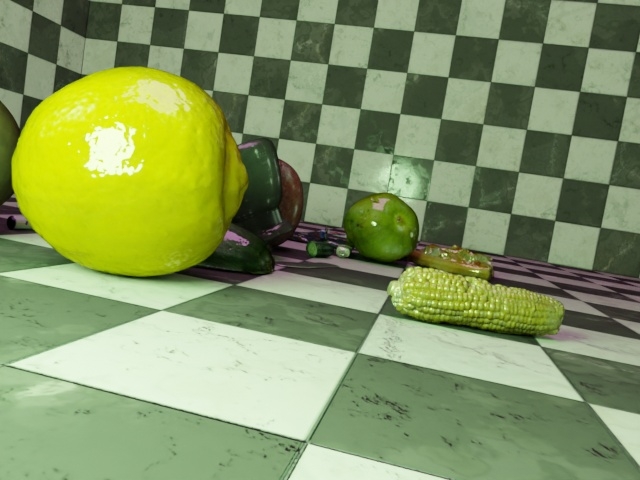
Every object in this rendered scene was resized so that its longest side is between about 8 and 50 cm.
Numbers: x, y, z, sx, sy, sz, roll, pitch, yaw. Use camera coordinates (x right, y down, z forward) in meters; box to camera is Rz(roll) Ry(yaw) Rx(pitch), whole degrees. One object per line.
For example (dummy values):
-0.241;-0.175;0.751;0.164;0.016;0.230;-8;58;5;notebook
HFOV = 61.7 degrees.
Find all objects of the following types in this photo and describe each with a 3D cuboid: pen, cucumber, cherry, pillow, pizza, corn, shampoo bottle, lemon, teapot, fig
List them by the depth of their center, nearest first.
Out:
-0.289;-0.103;0.845;0.347;0.349;0.348;9;5;-1;lemon
0.251;0.100;0.864;0.287;0.087;0.086;10;4;-3;corn
-0.251;-0.004;1.091;0.324;0.105;0.145;13;4;9;cucumber
-0.594;-0.039;1.242;0.033;0.033;0.269;11;5;26;pen
-0.183;-0.087;1.313;0.223;0.286;0.305;-19;11;4;teapot
0.005;0.027;1.532;0.048;0.048;0.105;13;4;39;cucumber
-0.172;-0.119;1.557;0.261;0.308;0.221;30;35;-5;cherry
0.070;0.034;1.648;0.048;0.034;0.141;17;6;5;shampoo bottle
0.153;-0.029;1.688;0.313;0.233;0.233;-11;-8;37;fig
0.441;0.065;1.711;0.222;0.090;0.323;2;9;-38;pizza
-0.002;0.000;1.961;0.255;0.034;0.189;13;8;22;pillow

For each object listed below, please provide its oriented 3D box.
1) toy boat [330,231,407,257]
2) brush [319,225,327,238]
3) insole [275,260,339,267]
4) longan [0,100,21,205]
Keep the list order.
0.205;0.014;1.939;0.318;0.072;0.219;12;3;41;toy boat
0.013;-0.028;1.934;0.029;0.033;0.178;-4;7;1;brush
-0.033;0.059;1.313;0.080;0.003;0.231;13;6;41;insole
-0.690;-0.158;0.932;0.318;0.319;0.319;9;5;-1;longan
